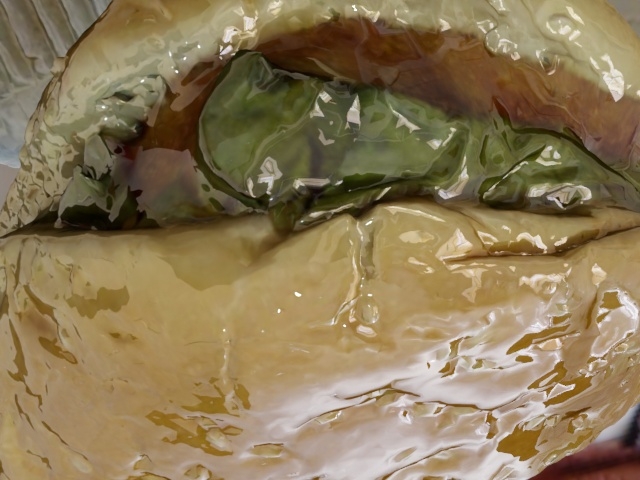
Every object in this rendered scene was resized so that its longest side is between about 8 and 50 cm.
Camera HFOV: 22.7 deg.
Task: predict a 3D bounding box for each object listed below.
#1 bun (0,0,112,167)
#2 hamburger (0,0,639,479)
[{"bbox_3d":[-0.136,-0.208,0.874,0.362,0.211,0.362,7,109,21],"label":"bun"},{"bbox_3d":[-0.001,-0.003,0.600,0.330,0.162,0.209,-11,150,-4],"label":"hamburger"}]
